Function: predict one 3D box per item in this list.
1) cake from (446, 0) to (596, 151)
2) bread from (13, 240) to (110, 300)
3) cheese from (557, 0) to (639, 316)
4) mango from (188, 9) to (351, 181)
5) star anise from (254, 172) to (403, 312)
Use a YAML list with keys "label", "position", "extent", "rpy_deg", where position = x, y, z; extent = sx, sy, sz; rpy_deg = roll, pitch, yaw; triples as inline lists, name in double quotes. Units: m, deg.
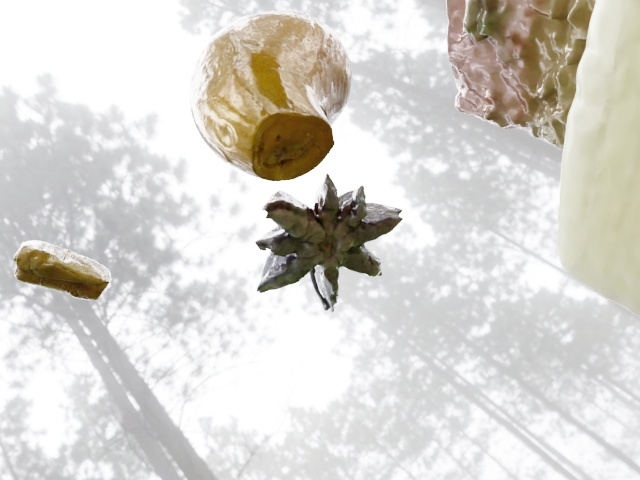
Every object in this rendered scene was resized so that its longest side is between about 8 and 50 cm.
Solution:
- label: "cake"
  position: [0.317, -0.263, 0.759]
  extent: [0.293, 0.307, 0.314]
  rpy_deg: [-45, -37, -32]
- label: "bread"
  position: [-0.362, 0.042, 1.040]
  extent: [0.132, 0.074, 0.053]
  rpy_deg: [21, -79, -11]
- label: "cheese"
  position: [0.240, -0.115, 0.368]
  extent: [0.243, 0.124, 0.265]
  rpy_deg: [-22, -51, -28]
- label: "mango"
  position: [-0.060, -0.182, 0.873]
  extent: [0.187, 0.359, 0.144]
  rpy_deg: [9, -58, 4]
- label: "star anise"
  position: [0.000, 0.000, 1.038]
  extent: [0.229, 0.093, 0.236]
  rpy_deg: [-42, -51, 4]
